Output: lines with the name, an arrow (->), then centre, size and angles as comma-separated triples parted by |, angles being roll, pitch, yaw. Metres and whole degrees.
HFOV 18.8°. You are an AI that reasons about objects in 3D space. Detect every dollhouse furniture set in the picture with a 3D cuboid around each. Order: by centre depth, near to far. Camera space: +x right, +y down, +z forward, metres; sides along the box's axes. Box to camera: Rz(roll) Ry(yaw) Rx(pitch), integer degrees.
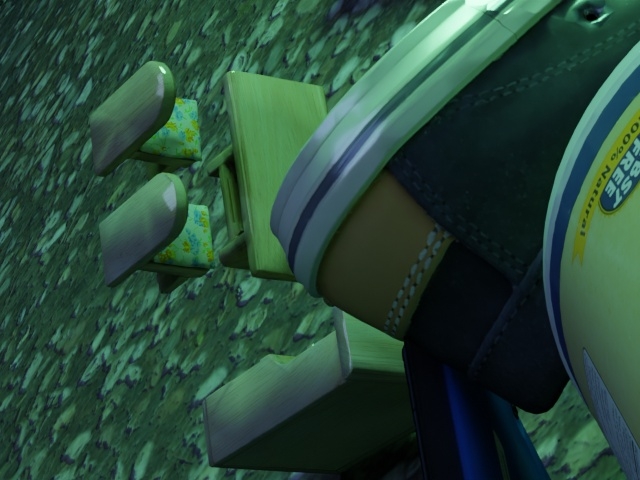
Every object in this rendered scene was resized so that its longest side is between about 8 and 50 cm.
dollhouse furniture set -> 0.000, 0.000, 1.173 | 0.161, 0.212, 0.242 | -36, 55, 47

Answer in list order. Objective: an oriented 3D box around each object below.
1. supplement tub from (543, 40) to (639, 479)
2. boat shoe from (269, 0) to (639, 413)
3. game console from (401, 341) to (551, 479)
supplement tub -> 0.209, 0.053, 0.587 | 0.228, 0.228, 0.316 | -51, 21, 15
boat shoe -> 0.201, -0.113, 0.853 | 0.500, 0.156, 0.187 | -42, -16, -19
game console -> 0.038, 0.205, 0.846 | 0.173, 0.250, 0.293 | -24, 29, 9
